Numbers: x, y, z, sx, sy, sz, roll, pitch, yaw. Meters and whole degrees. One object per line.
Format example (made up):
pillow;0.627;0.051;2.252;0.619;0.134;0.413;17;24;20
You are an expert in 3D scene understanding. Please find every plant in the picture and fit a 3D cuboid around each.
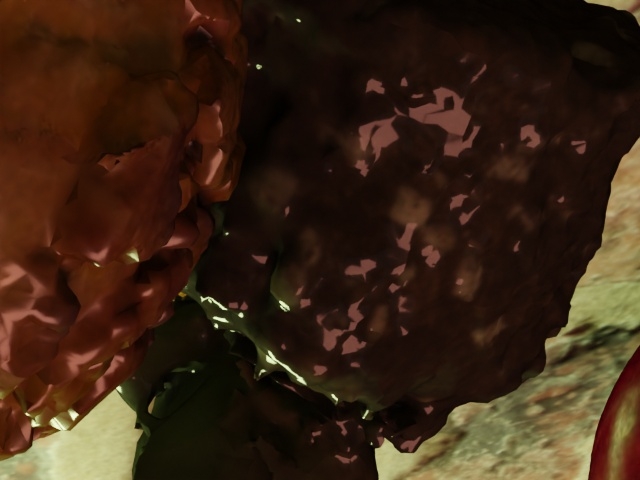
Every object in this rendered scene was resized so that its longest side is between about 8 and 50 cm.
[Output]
plant;0.000;0.000;0.753;0.213;0.215;0.312;-2;123;-43

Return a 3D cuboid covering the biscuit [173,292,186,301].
biscuit;-0.072;-0.023;0.932;0.158;0.035;0.240;9;142;-27

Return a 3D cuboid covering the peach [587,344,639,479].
peach;0.393;0.194;1.160;0.353;0.339;0.416;-27;150;23

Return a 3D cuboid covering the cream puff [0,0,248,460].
cream puff;-0.168;-0.035;0.598;0.231;0.327;0.343;27;97;-37
